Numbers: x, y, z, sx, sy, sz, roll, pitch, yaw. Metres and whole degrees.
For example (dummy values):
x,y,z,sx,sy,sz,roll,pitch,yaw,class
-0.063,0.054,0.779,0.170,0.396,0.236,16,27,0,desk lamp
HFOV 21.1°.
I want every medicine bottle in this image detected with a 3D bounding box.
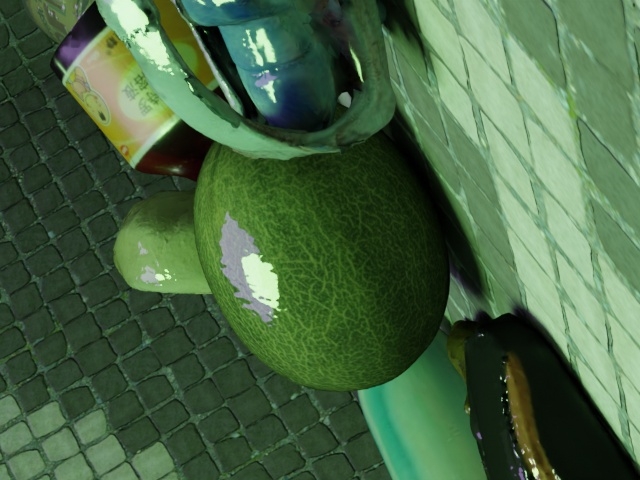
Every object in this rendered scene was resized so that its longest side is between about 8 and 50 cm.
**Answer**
x,y,z,sx,sy,sz,roll,pitch,yaw,class
-0.100,-0.141,1.944,0.395,0.242,0.242,45,174,0,medicine bottle

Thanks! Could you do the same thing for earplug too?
x,y,z,sx,sy,sz,roll,pitch,yaw,class
0.129,0.216,1.988,0.324,0.185,0.185,62,175,28,earplug

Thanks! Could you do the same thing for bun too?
x,y,z,sx,sy,sz,roll,pitch,yaw,class
-0.142,0.000,1.834,0.166,0.173,0.113,3,-90,-63,bun

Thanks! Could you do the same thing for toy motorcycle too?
x,y,z,sx,sy,sz,roll,pitch,yaw,class
-0.050,-0.204,1.327,0.319,0.182,0.241,55,-160,-32,toy motorcycle

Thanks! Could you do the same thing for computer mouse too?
x,y,z,sx,sy,sz,roll,pitch,yaw,class
0.214,0.219,1.555,0.323,0.116,0.183,58,169,19,computer mouse

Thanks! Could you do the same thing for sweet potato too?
x,y,z,sx,sy,sz,roll,pitch,yaw,class
0.159,0.112,1.775,0.249,0.059,0.069,-102,5,-73,sweet potato

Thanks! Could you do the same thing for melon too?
x,y,z,sx,sy,sz,roll,pitch,yaw,class
0.000,0.000,1.686,0.301,0.237,0.237,64,173,-21,melon

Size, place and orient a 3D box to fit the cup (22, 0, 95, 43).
x,y,z,sx,sy,sz,roll,pitch,yaw,class
-0.248,-0.361,2.357,0.257,0.227,0.301,38,132,39,cup
